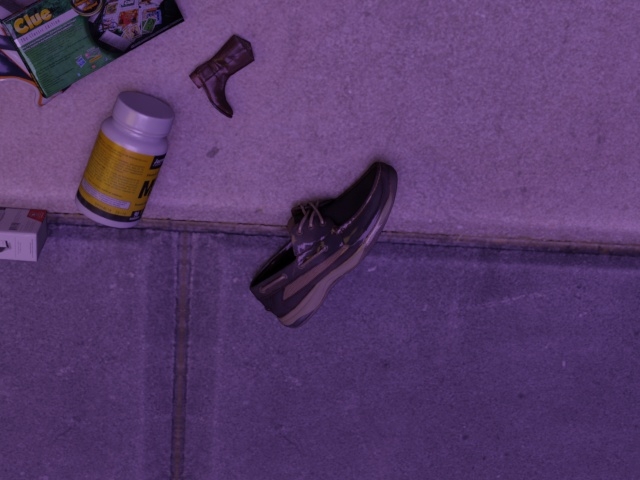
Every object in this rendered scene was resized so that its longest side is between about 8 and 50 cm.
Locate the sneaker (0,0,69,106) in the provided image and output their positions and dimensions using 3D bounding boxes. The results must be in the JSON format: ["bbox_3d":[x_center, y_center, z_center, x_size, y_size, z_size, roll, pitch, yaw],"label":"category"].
[{"bbox_3d":[-0.531,-0.332,1.649,0.321,0.126,0.127,36,103,-20],"label":"sneaker"}]

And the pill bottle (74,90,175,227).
[{"bbox_3d":[-0.326,-0.136,1.761,0.119,0.119,0.208,20,114,-13],"label":"pill bottle"}]

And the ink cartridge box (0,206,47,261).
[{"bbox_3d":[-0.550,-0.013,1.819,0.135,0.099,0.056,4,117,-4],"label":"ink cartridge box"}]

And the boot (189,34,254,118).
[{"bbox_3d":[-0.145,-0.274,1.754,0.114,0.037,0.106,-38,114,9],"label":"boot"}]

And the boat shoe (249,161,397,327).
[{"bbox_3d":[0.000,0.000,1.842,0.130,0.132,0.355,31,109,-17],"label":"boat shoe"}]

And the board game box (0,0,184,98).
[{"bbox_3d":[-0.353,-0.344,1.645,0.260,0.030,0.136,-33,118,-18],"label":"board game box"}]
